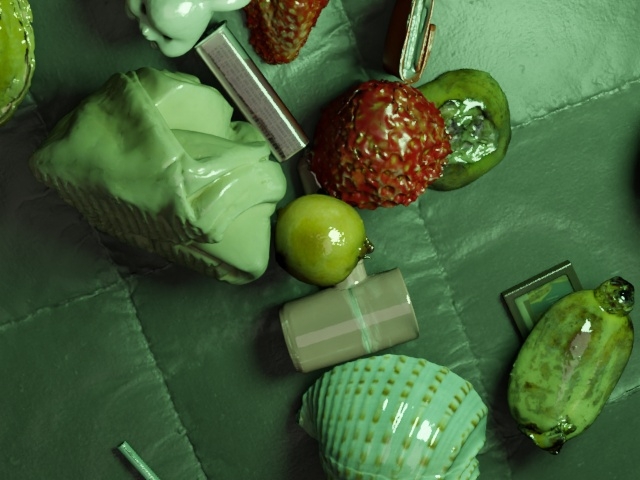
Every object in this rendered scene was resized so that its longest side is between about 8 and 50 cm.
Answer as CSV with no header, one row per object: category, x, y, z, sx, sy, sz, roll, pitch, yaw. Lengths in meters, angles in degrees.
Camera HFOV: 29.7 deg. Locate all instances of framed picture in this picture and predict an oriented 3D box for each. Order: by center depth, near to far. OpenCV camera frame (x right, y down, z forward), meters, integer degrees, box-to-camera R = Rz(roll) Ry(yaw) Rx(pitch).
framed picture,0.398,0.135,2.043,0.128,0.023,0.168,-26,105,2

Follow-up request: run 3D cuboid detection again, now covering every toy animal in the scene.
toy animal,-0.200,-0.364,1.786,0.178,0.193,0.127,-40,104,-3

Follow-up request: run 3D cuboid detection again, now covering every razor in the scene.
razor,-0.270,0.421,2.047,0.084,0.036,0.211,-40,104,3

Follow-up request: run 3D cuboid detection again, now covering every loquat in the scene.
loquat,0.000,0.000,1.822,0.163,0.163,0.137,35,57,-12

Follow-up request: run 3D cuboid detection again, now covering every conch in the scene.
conch,0.117,0.348,1.955,0.319,0.215,0.303,13,123,-5

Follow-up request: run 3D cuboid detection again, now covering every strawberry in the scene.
strawberry,0.075,-0.164,1.816,0.234,0.178,0.234,-3,72,9
strawberry,-0.050,-0.390,1.830,0.175,0.107,0.236,-22,105,1

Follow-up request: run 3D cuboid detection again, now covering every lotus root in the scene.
lotus root,0.218,-0.172,1.926,0.203,0.078,0.183,-36,103,6
lotus root,0.420,0.194,1.971,0.173,0.173,0.309,24,101,-11

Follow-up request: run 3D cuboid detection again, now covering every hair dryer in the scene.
hair dryer,0.010,0.022,1.948,0.210,0.125,0.352,-17,95,1

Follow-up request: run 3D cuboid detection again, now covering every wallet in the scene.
wallet,0.135,-0.312,1.816,0.045,0.204,0.142,11,101,-6

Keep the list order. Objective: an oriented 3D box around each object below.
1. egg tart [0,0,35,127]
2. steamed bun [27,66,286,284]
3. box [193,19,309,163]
egg tart,-0.594,-0.296,1.794,0.345,0.132,0.345,-2,104,-7
steamed bun,-0.221,-0.118,1.776,0.368,0.342,0.255,19,74,8
box,-0.108,-0.229,1.860,0.069,0.120,0.224,-35,103,2
